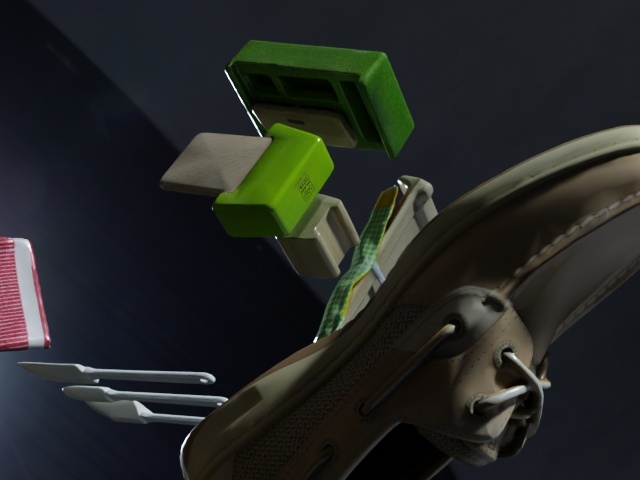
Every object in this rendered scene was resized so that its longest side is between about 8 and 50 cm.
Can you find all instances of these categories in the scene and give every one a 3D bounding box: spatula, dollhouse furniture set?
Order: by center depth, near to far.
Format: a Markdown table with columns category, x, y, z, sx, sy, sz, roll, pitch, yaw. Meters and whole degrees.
| category | x | y | z | sx | sy | sz | roll | pitch | yaw |
| --- | --- | --- | --- | --- | --- | --- | --- | --- | --- |
| dollhouse furniture set | 0.000 | 0.000 | 0.822 | 0.151 | 0.302 | 0.198 | 11 | 55 | 36 |
| spatula | -0.189 | 0.170 | 0.988 | 0.242 | 0.168 | 0.019 | -2 | 55 | 25 |

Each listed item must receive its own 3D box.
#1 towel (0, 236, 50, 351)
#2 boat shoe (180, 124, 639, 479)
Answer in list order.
| category | x | y | z | sx | sy | sz | roll | pitch | yaw |
| --- | --- | --- | --- | --- | --- | --- | --- | --- | --- |
| towel | -0.627 | 0.087 | 1.487 | 0.037 | 0.329 | 0.237 | -60 | 41 | 41 |
| boat shoe | 0.076 | 0.077 | 0.505 | 0.341 | 0.121 | 0.110 | -41 | 51 | 12 |
